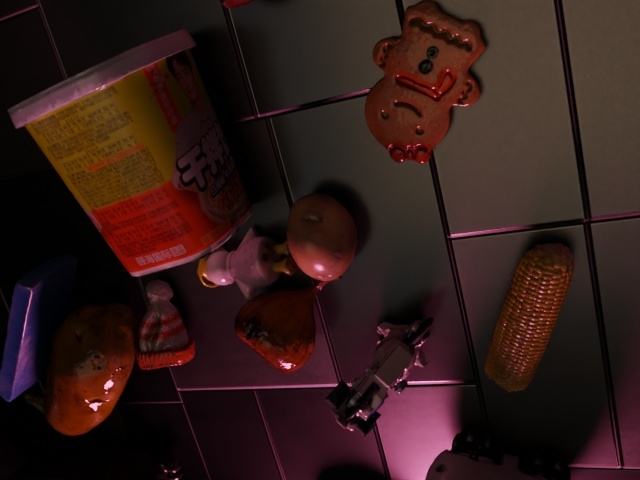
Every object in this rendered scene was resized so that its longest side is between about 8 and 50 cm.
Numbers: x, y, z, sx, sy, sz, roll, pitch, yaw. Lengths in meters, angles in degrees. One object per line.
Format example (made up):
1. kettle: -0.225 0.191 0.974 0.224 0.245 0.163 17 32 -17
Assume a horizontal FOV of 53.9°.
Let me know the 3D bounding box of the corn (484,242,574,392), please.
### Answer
1. corn: 0.310 0.118 0.945 0.081 0.081 0.248 18 117 14

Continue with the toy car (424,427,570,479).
1. toy car: 0.292 0.451 1.029 0.255 0.188 0.190 14 122 14

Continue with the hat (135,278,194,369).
1. hat: -0.305 0.157 1.206 0.112 0.093 0.162 -8 103 -3

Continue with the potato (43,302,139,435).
1. potato: -0.482 0.270 1.276 0.195 0.176 0.369 39 125 6

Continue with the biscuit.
1. biscuit: 0.140 -0.219 0.903 0.166 0.036 0.225 30 119 7

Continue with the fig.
1. fig: -0.052 0.118 1.089 0.146 0.134 0.201 35 89 -12

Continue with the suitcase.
1. suitcase: -0.494 0.618 1.411 0.434 0.194 0.283 -2 110 24

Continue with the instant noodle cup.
1. instant noodle cup: -0.268 -0.127 0.990 0.294 0.294 0.307 -16 111 27

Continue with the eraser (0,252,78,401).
1. eraser: -0.582 0.177 1.292 0.043 0.144 0.311 27 118 7

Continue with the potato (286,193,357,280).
1. potato: -0.001 -0.003 1.009 0.112 0.112 0.147 -12 99 26

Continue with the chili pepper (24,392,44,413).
1. chili pepper: -0.605 0.390 1.448 0.208 0.043 0.048 1 124 22

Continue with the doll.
1. doll: -0.134 0.042 1.088 0.207 0.081 0.129 -9 68 30

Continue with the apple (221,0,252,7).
1. apple: -0.122 -0.419 0.867 0.158 0.147 0.156 54 153 6

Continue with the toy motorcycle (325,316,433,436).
1. toy motorcycle: 0.100 0.212 1.017 0.102 0.221 0.150 43 165 4
